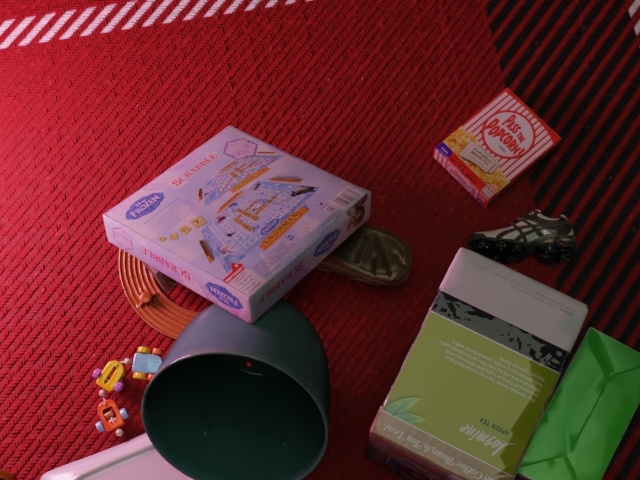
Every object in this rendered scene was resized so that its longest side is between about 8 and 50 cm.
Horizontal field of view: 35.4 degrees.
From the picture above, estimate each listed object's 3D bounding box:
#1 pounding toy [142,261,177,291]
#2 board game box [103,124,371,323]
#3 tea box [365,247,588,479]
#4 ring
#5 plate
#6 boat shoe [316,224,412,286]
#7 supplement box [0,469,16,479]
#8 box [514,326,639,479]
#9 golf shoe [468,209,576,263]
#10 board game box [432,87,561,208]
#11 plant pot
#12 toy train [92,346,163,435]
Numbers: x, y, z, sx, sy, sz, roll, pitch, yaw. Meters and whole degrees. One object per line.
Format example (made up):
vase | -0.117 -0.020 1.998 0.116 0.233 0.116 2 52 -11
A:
pounding toy | -0.237 0.016 1.762 0.141 0.130 0.100 -36 74 -11
board game box | -0.135 -0.040 1.673 0.318 0.065 0.319 28 49 27
tea box | 0.235 0.236 1.604 0.220 0.329 0.323 26 75 9
ring | -0.206 0.025 1.844 0.337 0.032 0.336 0 71 0
plate | -0.294 0.451 1.650 0.278 0.045 0.277 -21 63 -15
boat shoe | 0.000 0.000 1.806 0.341 0.110 0.121 26 74 10
supplement box | -0.598 0.491 1.637 0.194 0.129 0.191 -13 71 -4
box | 0.405 0.301 1.629 0.127 0.231 0.262 29 73 11
golf shoe | 0.364 -0.010 1.829 0.198 0.077 0.093 3 60 -5
board game box | 0.333 -0.175 1.895 0.193 0.045 0.147 -40 75 -12
plant pot | -0.117 0.225 1.640 0.293 0.293 0.235 9 33 4
toy train | -0.329 0.261 1.758 0.166 0.046 0.125 -32 74 -6
